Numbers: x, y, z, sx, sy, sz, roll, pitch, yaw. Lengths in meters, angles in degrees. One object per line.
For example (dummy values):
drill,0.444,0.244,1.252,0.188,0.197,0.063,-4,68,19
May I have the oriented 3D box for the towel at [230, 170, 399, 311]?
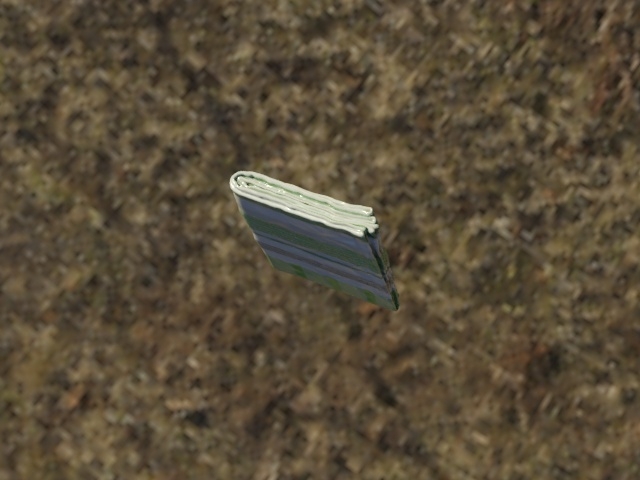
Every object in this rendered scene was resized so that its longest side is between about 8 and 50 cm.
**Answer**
towel,0.000,0.000,1.204,0.113,0.023,0.152,21,163,18
